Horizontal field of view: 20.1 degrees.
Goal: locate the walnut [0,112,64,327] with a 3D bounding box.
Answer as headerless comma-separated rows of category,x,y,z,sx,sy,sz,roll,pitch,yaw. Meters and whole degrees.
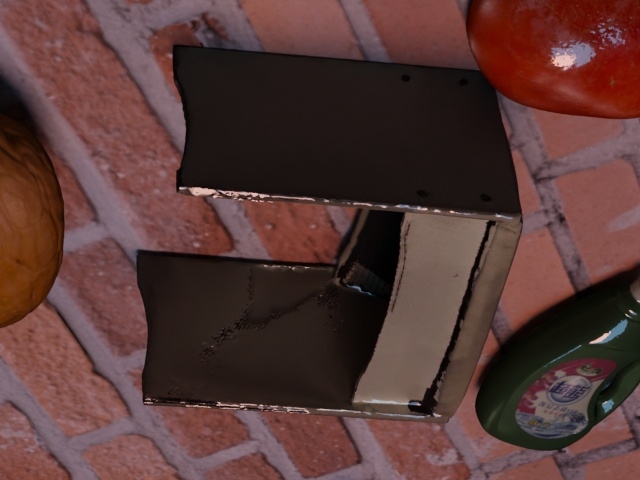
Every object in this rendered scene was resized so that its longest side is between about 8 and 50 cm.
walnut,-0.279,-0.021,1.385,0.167,0.167,0.207,-8,134,1

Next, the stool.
stool,0.000,0.000,1.433,0.269,0.170,0.244,4,134,-10

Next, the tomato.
tomato,0.203,-0.143,1.372,0.174,0.082,0.166,-10,137,0

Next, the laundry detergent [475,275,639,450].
laundry detergent,0.245,0.109,1.655,0.137,0.063,0.211,18,129,-28
